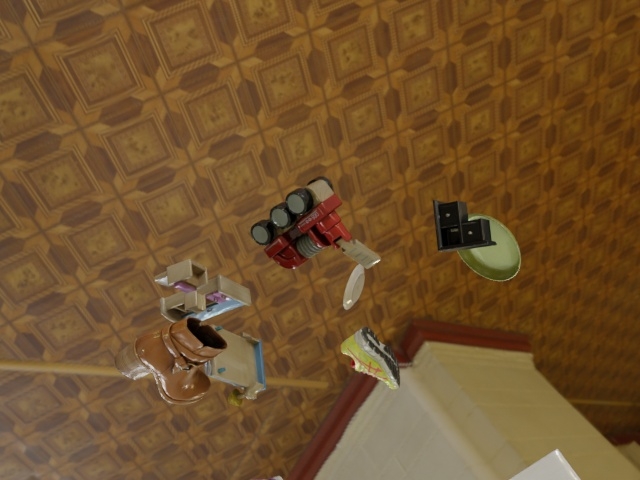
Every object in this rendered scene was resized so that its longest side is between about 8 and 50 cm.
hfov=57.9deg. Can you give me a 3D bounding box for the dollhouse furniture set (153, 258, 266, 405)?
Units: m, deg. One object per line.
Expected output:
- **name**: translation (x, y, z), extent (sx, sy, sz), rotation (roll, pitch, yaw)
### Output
- **dollhouse furniture set**: translation (-0.306, 0.255, 1.445), extent (0.198, 0.303, 0.286), rotation (-23, 149, 20)

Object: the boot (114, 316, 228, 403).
- **boot**: translation (-0.297, 0.273, 1.339), extent (0.220, 0.109, 0.283), rotation (-29, 132, 20)

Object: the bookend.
- **bookend**: translation (0.425, -0.053, 1.708), extent (0.072, 0.157, 0.156), rotation (5, 79, -52)

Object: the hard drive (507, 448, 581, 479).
- **hard drive**: translation (0.422, 0.557, 0.988), extent (0.210, 0.318, 0.040), rotation (-31, 152, -4)

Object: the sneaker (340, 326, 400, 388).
- **sneaker**: translation (0.125, 0.299, 1.432), extent (0.094, 0.081, 0.208), rotation (-28, 116, 21)

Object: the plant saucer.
- **plant saucer**: translation (0.515, 0.014, 1.774), extent (0.037, 0.241, 0.240), rotation (-35, 136, -28)

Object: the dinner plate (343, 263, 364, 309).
- **dinner plate**: translation (0.103, 0.136, 1.680), extent (0.141, 0.017, 0.141), rotation (-50, 149, -46)

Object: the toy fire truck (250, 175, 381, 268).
- **toy fire truck**: translation (0.000, 0.000, 1.348), extent (0.217, 0.246, 0.158), rotation (-37, 180, 39)

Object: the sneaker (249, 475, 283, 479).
- **sneaker**: translation (-0.187, 0.695, 1.477), extent (0.105, 0.095, 0.236), rotation (23, 104, -31)
